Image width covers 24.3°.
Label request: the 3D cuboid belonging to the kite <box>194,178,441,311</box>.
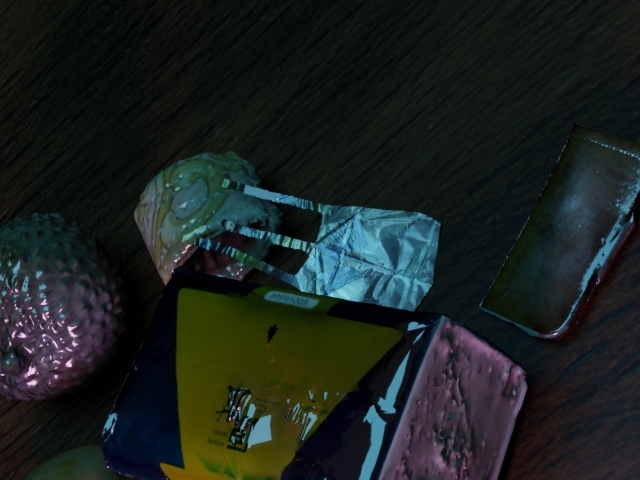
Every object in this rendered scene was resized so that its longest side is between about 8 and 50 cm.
[{"bbox_3d":[0.000,0.001,1.876,0.310,0.015,0.169,24,79,17],"label":"kite"}]

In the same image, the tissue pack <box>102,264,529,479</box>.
[{"bbox_3d":[-0.005,0.202,1.695,0.417,0.253,0.264,9,74,39],"label":"tissue pack"}]

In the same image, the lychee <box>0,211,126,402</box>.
[{"bbox_3d":[-0.392,0.093,2.075,0.255,0.255,0.274,-31,20,22],"label":"lychee"}]

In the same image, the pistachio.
[{"bbox_3d":[-0.332,0.369,1.927,0.260,0.163,0.212,-30,19,25],"label":"pistachio"}]

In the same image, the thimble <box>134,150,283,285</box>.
[{"bbox_3d":[-0.149,-0.027,2.002,0.190,0.137,0.143,-34,51,12],"label":"thimble"}]

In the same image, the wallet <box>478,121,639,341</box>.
[{"bbox_3d":[0.291,-0.006,1.721,0.137,0.031,0.255,26,85,42],"label":"wallet"}]
